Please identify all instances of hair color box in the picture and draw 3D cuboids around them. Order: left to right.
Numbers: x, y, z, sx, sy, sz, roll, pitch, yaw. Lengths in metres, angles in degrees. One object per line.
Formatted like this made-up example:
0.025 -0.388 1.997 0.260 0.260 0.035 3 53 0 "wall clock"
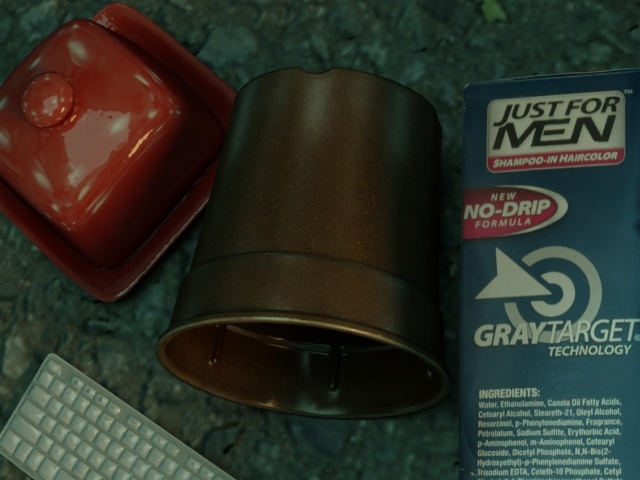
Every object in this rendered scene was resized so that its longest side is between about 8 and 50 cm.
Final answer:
0.142 0.103 0.931 0.105 0.174 0.347 -4 73 19 "hair color box"

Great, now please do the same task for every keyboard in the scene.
-0.093 0.157 1.075 0.256 0.014 0.072 30 83 30 "keyboard"

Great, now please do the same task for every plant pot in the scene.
0.000 0.000 1.030 0.167 0.167 0.165 -1 65 19 "plant pot"

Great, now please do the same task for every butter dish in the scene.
-0.148 -0.070 1.117 0.160 0.118 0.160 41 91 25 "butter dish"
